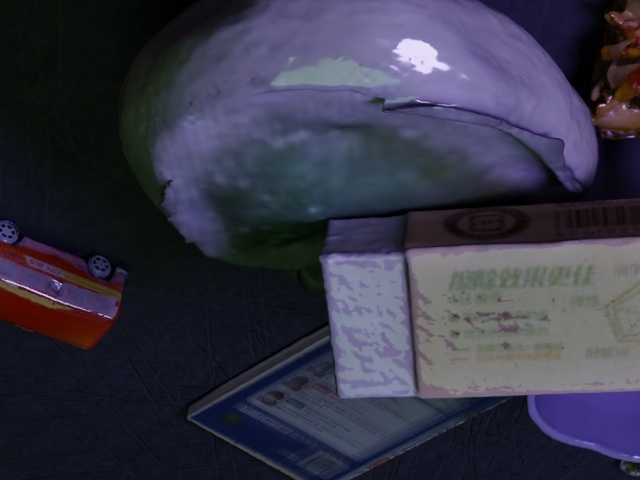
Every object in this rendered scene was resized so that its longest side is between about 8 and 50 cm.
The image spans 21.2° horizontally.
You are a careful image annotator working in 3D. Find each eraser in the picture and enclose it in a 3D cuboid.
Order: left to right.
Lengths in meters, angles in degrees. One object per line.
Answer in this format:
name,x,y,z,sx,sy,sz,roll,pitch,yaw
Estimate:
eraser,0.177,0.047,1.344,0.343,0.078,0.144,-2,118,7

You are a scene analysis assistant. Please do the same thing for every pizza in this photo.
pizza,0.356,-0.191,1.420,0.251,0.074,0.287,-2,141,-2

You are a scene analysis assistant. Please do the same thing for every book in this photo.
book,0.043,0.170,1.871,0.322,0.018,0.228,-31,132,30

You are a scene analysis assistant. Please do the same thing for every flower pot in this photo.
flower pot,0.298,0.034,1.548,0.265,0.243,0.265,-2,139,-2

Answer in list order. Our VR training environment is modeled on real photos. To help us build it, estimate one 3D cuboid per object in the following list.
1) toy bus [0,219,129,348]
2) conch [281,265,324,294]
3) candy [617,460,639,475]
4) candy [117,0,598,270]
toy bus,-0.280,0.045,1.681,0.174,0.077,0.079,22,134,-24
conch,0.015,-0.003,1.599,0.116,0.173,0.106,-31,129,-30
candy,0.381,0.223,1.911,0.053,0.046,0.182,7,141,-5
candy,0.023,-0.105,1.373,0.386,0.186,0.427,-5,166,10
